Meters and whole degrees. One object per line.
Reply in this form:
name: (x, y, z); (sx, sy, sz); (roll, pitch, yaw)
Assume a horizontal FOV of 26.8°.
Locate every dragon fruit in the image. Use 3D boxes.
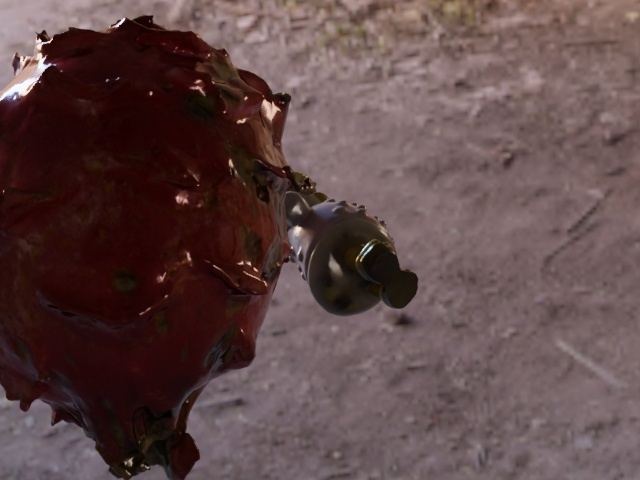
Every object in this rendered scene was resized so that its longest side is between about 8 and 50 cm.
dragon fruit: (-0.117, 0.007, 0.765); (0.205, 0.268, 0.210); (-3, -2, 36)

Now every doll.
doll: (0.000, 0.000, 1.041); (0.081, 0.129, 0.207); (-47, 35, -6)
